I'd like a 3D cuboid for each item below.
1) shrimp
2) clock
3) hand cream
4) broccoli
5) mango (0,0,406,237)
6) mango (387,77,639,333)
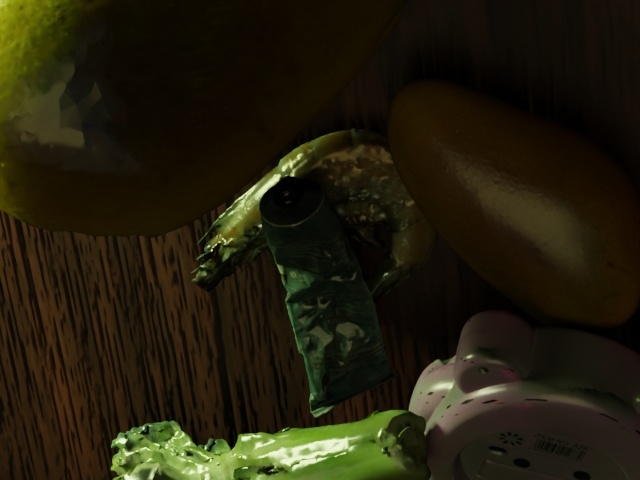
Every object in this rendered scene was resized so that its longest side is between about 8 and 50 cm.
[{"bbox_3d":[0.000,0.000,1.376,0.217,0.051,0.150,-33,116,24],"label":"shrimp"},{"bbox_3d":[0.182,0.154,1.353,0.228,0.090,0.248,14,145,1],"label":"clock"},{"bbox_3d":[0.002,0.046,1.353,0.075,0.052,0.247,-9,130,9],"label":"hand cream"},{"bbox_3d":[-0.035,0.195,1.392,0.304,0.145,0.165,-20,129,37],"label":"broccoli"},{"bbox_3d":[-0.102,-0.149,1.215,0.365,0.182,0.253,-26,106,-1],"label":"mango"},{"bbox_3d":[0.155,-0.033,1.294,0.253,0.113,0.138,42,124,-10],"label":"mango"}]
